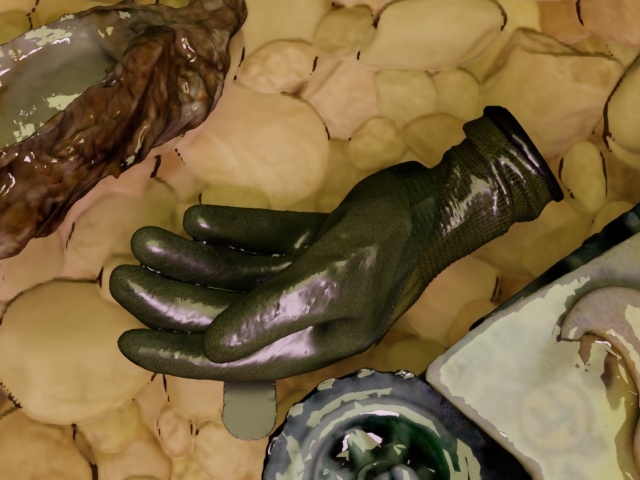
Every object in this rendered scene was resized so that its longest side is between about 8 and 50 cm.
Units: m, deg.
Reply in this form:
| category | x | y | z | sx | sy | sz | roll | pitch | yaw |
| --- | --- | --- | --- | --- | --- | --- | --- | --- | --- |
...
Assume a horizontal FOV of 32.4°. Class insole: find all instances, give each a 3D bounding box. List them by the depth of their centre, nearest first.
| category | x | y | z | sx | sy | sz | roll | pitch | yaw |
| --- | --- | --- | --- | --- | --- | --- | --- | --- | --- |
| insole | -0.042 | 0.055 | 0.681 | 0.045 | 0.002 | 0.135 | 0 | 78 | -1 |

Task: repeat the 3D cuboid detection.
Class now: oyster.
| category | x | y | z | sx | sy | sz | roll | pitch | yaw |
| --- | --- | --- | --- | --- | --- | --- | --- | --- | --- |
| oyster | -0.187 | -0.024 | 0.615 | 0.396 | 0.204 | 0.111 | -34 | 118 | -6 |

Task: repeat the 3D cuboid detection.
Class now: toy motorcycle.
| category | x | y | z | sx | sy | sz | roll | pitch | yaw |
| --- | --- | --- | --- | --- | --- | --- | --- | --- | --- |
| toy motorcycle | 0.178 | 0.092 | 0.595 | 0.410 | 0.169 | 0.237 | -36 | 82 | -8 |

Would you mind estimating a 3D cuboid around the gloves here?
| category | x | y | z | sx | sy | sz | roll | pitch | yaw |
| --- | --- | --- | --- | --- | --- | --- | --- | --- | --- |
| gloves | 0.009 | 0.011 | 0.634 | 0.268 | 0.135 | 0.107 | -20 | 105 | 2 |
